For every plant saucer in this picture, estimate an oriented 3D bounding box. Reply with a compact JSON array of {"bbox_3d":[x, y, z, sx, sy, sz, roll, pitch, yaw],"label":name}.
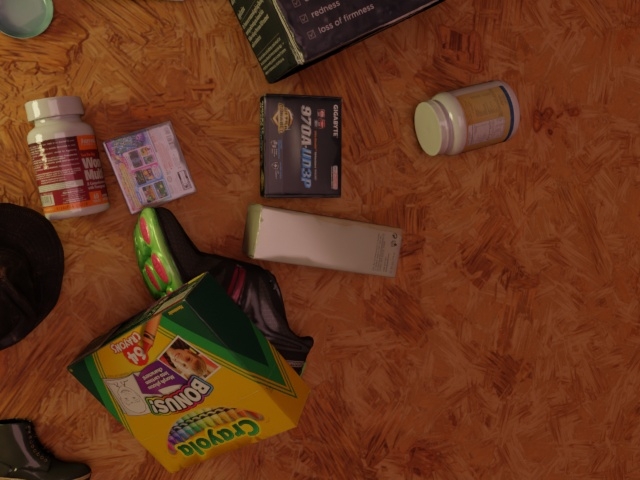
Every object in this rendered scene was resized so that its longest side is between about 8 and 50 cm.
[{"bbox_3d":[-0.571,-0.443,1.154,0.119,0.021,0.119,-2,97,-16],"label":"plant saucer"}]

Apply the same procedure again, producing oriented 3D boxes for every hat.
[{"bbox_3d":[-0.589,0.102,1.067,0.331,0.134,0.331,-24,133,-28],"label":"hat"}]

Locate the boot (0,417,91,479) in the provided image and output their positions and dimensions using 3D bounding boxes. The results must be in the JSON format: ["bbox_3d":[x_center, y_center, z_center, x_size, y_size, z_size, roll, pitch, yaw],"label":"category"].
[{"bbox_3d":[-0.562,0.424,1.221,0.198,0.077,0.137,5,89,-18],"label":"boot"}]

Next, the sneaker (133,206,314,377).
[{"bbox_3d":[-0.200,0.114,1.266,0.483,0.185,0.202,51,59,-16],"label":"sneaker"}]

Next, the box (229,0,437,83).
[{"bbox_3d":[0.028,-0.630,1.170,0.480,0.297,0.471,-29,104,-12],"label":"box"}]

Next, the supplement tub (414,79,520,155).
[{"bbox_3d":[0.330,-0.274,1.375,0.200,0.144,0.144,-16,100,-14],"label":"supplement tub"}]

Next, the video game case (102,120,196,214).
[{"bbox_3d":[-0.350,-0.150,1.251,0.143,0.019,0.157,-22,102,-13],"label":"video game case"}]

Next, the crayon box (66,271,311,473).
[{"bbox_3d":[-0.257,0.270,1.172,0.363,0.106,0.313,-30,106,30],"label":"crayon box"}]

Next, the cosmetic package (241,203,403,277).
[{"bbox_3d":[0.000,0.000,1.299,0.309,0.160,0.113,9,92,-18],"label":"cosmetic package"}]

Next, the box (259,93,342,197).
[{"bbox_3d":[-0.042,-0.202,1.320,0.175,0.051,0.220,-1,95,-16],"label":"box"}]

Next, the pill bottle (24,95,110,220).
[{"bbox_3d":[-0.484,-0.156,1.157,0.121,0.121,0.221,-12,99,-15],"label":"pill bottle"}]
